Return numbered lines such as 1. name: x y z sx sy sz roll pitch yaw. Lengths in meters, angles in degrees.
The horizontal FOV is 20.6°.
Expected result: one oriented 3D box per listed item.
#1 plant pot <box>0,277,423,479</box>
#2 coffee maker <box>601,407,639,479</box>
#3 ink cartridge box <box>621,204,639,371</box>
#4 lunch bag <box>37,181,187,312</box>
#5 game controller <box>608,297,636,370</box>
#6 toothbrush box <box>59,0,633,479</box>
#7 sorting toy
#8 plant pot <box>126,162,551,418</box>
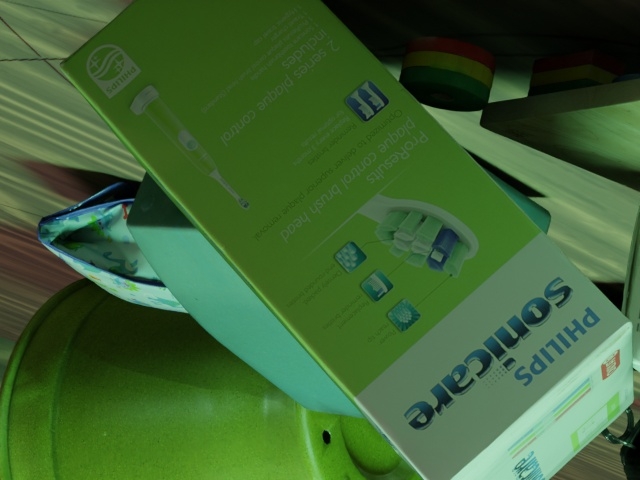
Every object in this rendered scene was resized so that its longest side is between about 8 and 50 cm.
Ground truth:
1. plant pot: -0.070 0.188 1.755 0.353 0.366 0.366 -12 153 40
2. coffee maker: 0.385 0.222 1.760 0.171 0.120 0.178 19 167 -14
3. ink cartridge box: 0.264 0.045 0.984 0.160 0.092 0.219 6 172 18
4. lunch bag: -0.159 0.009 1.535 0.151 0.096 0.129 3 166 10
5. game controller: 0.325 0.090 1.366 0.166 0.067 0.319 24 166 -36
6. toothbrush box: 0.022 0.001 0.899 0.283 0.122 0.206 49 178 18
7. sorting toy: 0.181 -0.062 0.892 0.274 0.046 0.132 19 168 -31
8. plant pot: 0.000 0.000 1.151 0.165 0.165 0.234 3 156 45
